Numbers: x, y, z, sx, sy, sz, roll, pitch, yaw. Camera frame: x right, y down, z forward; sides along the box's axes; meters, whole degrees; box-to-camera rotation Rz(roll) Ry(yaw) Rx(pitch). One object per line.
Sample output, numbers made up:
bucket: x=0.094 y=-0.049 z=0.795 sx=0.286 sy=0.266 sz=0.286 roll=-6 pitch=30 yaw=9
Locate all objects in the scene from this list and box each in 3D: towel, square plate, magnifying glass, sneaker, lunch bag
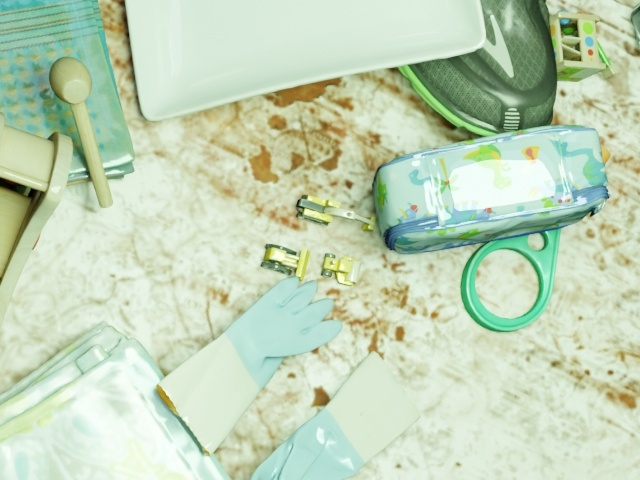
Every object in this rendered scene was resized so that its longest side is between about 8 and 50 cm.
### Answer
towel: x=-0.383 y=-0.160 z=1.485 sx=0.370 sy=0.040 sz=0.271 roll=-11 pitch=82 yaw=-13
square plate: x=-0.034 y=-0.313 z=1.533 sx=0.344 sy=0.049 sz=0.347 roll=-11 pitch=82 yaw=11
towel: x=-0.212 y=0.304 z=1.419 sx=0.320 sy=0.090 sz=0.374 roll=-33 pitch=89 yaw=-14
magnifying glass: x=0.227 y=-0.007 z=1.610 sx=0.092 sy=0.026 sz=0.231 roll=37 pitch=73 yaw=-5
sneaker: x=0.162 y=-0.335 z=1.557 sx=0.185 sy=0.202 sz=0.483 roll=-2 pitch=81 yaw=-19
lunch bag: x=0.162 y=-0.047 z=1.516 sx=0.219 sy=0.176 sz=0.090 roll=-10 pitch=85 yaw=-4

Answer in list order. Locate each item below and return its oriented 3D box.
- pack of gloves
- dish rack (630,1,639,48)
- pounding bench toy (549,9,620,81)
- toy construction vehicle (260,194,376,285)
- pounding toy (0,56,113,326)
pack of gloves: x=-0.033 y=0.157 z=1.486 sx=0.232 sy=0.046 sz=0.195 roll=-40 pitch=98 yaw=-41
dish rack: x=0.475 y=-0.246 z=1.688 sx=0.271 sy=0.074 sz=0.208 roll=-40 pitch=90 yaw=-17
pounding bench toy: x=0.272 y=-0.204 z=1.641 sx=0.083 sy=0.052 sz=0.065 roll=1 pitch=79 yaw=-25
toy construction vehicle: x=0.000 y=0.000 z=1.548 sx=0.098 sy=0.035 sz=0.086 roll=19 pitch=76 yaw=-10
pounding toy: x=-0.253 y=-0.026 z=1.400 sx=0.155 sy=0.154 sz=0.269 roll=19 pitch=99 yaw=-20
